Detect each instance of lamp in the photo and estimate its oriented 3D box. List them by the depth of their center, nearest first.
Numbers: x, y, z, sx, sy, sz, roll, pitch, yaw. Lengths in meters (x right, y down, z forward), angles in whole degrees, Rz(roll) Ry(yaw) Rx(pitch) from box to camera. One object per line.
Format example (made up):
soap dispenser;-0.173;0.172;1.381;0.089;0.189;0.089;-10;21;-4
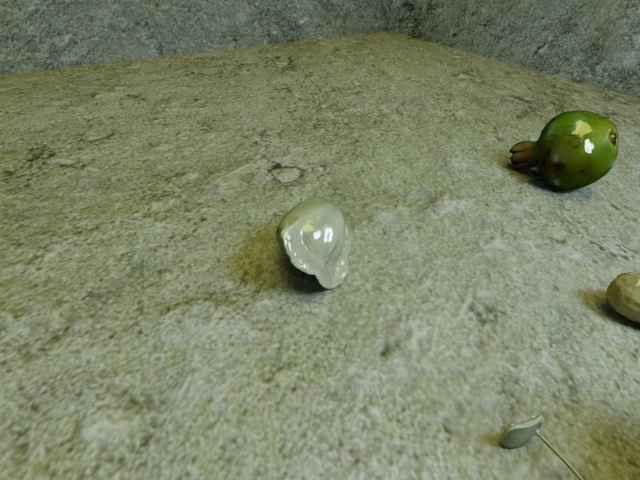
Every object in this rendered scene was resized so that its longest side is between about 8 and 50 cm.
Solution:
lamp;0.293;0.284;0.442;0.056;0.050;0.198;-13;39;-28

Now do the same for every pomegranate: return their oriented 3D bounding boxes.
pomegranate;0.622;-0.224;1.051;0.241;0.190;0.159;24;65;19

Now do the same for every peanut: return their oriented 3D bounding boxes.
peanut;0.598;0.115;0.679;0.214;0.090;0.098;23;11;18

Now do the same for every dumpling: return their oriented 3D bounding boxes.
dumpling;0.000;0.000;0.721;0.151;0.124;0.229;47;30;-10
